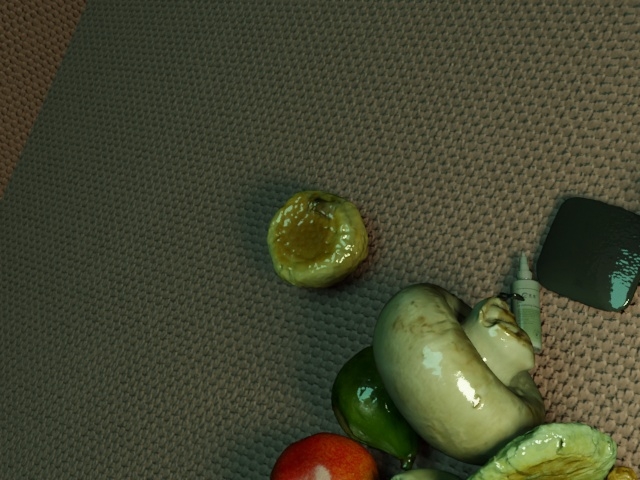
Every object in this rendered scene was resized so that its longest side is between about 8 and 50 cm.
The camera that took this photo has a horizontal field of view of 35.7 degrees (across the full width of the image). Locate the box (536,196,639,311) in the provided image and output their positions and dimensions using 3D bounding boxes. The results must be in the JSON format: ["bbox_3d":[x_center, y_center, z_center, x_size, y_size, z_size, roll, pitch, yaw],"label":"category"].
[{"bbox_3d":[0.518,0.025,1.879,0.212,0.042,0.201,19,82,42],"label":"box"}]

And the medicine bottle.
[{"bbox_3d":[0.396,0.117,1.919,0.057,0.057,0.199,-12,62,33],"label":"medicine bottle"}]

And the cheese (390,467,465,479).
[{"bbox_3d":[0.233,0.520,1.753,0.127,0.233,0.266,-56,45,17],"label":"cheese"}]

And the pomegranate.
[{"bbox_3d":[0.017,0.503,1.935,0.220,0.221,0.257,-26,67,26],"label":"pomegranate"}]

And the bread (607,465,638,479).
[{"bbox_3d":[0.526,0.456,1.674,0.052,0.044,0.157,-25,57,22],"label":"bread"}]

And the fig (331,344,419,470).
[{"bbox_3d":[0.131,0.330,1.941,0.195,0.195,0.245,-45,62,12],"label":"fig"}]

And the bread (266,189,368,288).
[{"bbox_3d":[0.000,0.000,2.223,0.244,0.134,0.245,-15,60,28],"label":"bread"}]

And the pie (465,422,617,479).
[{"bbox_3d":[0.361,0.392,1.662,0.306,0.306,0.071,-34,49,20],"label":"pie"}]

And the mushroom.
[{"bbox_3d":[0.271,0.216,1.767,0.294,0.362,0.362,-43,51,13],"label":"mushroom"}]
